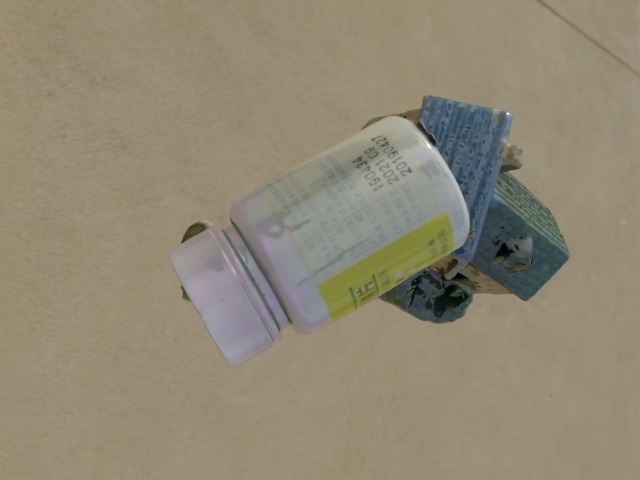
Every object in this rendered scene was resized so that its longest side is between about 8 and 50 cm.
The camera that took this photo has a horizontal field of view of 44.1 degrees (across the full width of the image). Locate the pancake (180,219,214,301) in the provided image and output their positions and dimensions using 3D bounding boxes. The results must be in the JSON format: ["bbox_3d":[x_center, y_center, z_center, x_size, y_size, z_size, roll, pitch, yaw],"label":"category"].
[{"bbox_3d":[-0.189,0.030,1.242,0.022,0.116,0.130,11,55,-38],"label":"pancake"}]

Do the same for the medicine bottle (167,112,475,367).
[{"bbox_3d":[0.000,0.000,1.085,0.378,0.213,0.214,-29,118,-7],"label":"medicine bottle"}]

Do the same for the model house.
[{"bbox_3d":[0.258,-0.028,1.487,0.382,0.342,0.335,32,68,-32],"label":"model house"}]
